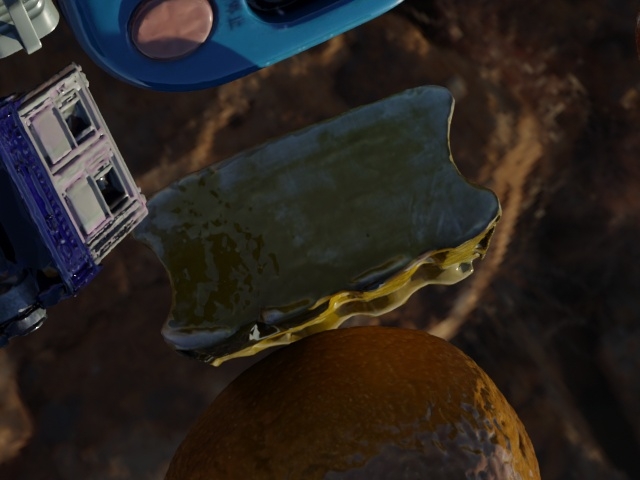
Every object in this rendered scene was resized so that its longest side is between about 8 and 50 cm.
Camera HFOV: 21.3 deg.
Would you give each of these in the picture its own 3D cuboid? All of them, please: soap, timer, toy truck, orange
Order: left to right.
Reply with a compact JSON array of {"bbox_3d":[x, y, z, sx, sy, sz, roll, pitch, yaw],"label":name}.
[{"bbox_3d":[-0.250,0.001,0.986,0.268,0.155,0.124,-18,105,24],"label":"toy truck"},{"bbox_3d":[-0.056,-0.272,1.153,0.309,0.115,0.340,-25,137,-9],"label":"timer"},{"bbox_3d":[0.000,0.000,1.485,0.293,0.156,0.335,-20,174,2],"label":"soap"},{"bbox_3d":[0.017,0.246,1.494,0.357,0.322,0.322,-32,144,8],"label":"orange"}]

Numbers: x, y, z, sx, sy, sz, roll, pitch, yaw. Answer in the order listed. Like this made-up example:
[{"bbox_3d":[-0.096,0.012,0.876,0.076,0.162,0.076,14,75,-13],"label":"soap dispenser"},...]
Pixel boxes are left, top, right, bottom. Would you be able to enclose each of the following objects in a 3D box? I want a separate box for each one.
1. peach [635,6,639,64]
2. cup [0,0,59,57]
[{"bbox_3d":[0.350,-0.155,1.206,0.243,0.243,0.199,-41,-178,8],"label":"peach"},{"bbox_3d":[-0.335,-0.258,1.773,0.095,0.128,0.129,-30,145,-10],"label":"cup"}]
